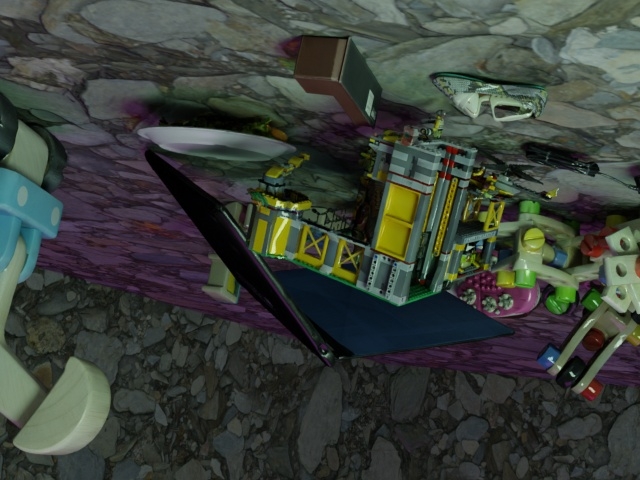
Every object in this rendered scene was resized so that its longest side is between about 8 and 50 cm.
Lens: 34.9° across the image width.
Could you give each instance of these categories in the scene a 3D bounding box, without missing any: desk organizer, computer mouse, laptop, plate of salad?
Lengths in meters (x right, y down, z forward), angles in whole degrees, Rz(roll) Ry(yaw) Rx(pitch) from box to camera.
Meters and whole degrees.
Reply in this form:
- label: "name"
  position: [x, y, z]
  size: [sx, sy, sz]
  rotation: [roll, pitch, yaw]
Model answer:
- label: "desk organizer"
  position: [0.019, -0.157, 1.019]
  size: [0.050, 0.047, 0.130]
  rotation: [8, 169, 19]
- label: "computer mouse"
  position: [0.354, -0.078, 1.166]
  size: [0.242, 0.041, 0.071]
  rotation: [16, -175, -3]
- label: "laptop"
  position: [0.000, 0.000, 1.422]
  size: [0.408, 0.236, 0.382]
  rotation: [55, 170, -25]
- label: "plate of salad"
  position: [-0.128, -0.133, 1.268]
  size: [0.199, 0.048, 0.200]
  rotation: [6, 178, 0]

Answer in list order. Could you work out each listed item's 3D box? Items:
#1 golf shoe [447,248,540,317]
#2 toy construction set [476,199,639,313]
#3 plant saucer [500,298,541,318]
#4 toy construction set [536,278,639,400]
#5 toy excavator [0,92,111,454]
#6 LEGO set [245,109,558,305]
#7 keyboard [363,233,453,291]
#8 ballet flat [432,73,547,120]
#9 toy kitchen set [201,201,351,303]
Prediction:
- label: "golf shoe"
  position: [0.274, 0.061, 1.729]
  size: [0.140, 0.115, 0.306]
  rotation: [5, -173, -35]
- label: "toy construction set"
  position: [0.365, 0.014, 1.350]
  size: [0.215, 0.151, 0.327]
  rotation: [15, 179, -22]
- label: "plant saucer"
  position: [0.327, 0.124, 2.158]
  size: [0.277, 0.041, 0.278]
  rotation: [9, 170, 2]
- label: "toy construction set"
  position: [0.526, 0.125, 1.651]
  size: [0.308, 0.257, 0.237]
  rotation: [22, -142, 21]
- label: "toy excavator"
  position: [-0.456, 0.032, 1.344]
  size: [0.432, 0.445, 0.222]
  rotation: [8, 169, 10]
- label: "LEGO set"
  position: [0.086, -0.068, 1.145]
  size: [0.255, 0.192, 0.331]
  rotation: [25, -160, 38]
- label: "keyboard"
  position: [0.134, -0.009, 1.462]
  size: [0.180, 0.108, 0.023]
  rotation: [28, -171, 34]
- label: "ballet flat"
  position: [0.165, -0.138, 1.002]
  size: [0.114, 0.041, 0.041]
  rotation: [9, 169, 6]
- label: "toy kitchen set"
  position: [-0.074, 0.033, 1.730]
  size: [0.207, 0.166, 0.122]
  rotation: [5, 167, 26]
